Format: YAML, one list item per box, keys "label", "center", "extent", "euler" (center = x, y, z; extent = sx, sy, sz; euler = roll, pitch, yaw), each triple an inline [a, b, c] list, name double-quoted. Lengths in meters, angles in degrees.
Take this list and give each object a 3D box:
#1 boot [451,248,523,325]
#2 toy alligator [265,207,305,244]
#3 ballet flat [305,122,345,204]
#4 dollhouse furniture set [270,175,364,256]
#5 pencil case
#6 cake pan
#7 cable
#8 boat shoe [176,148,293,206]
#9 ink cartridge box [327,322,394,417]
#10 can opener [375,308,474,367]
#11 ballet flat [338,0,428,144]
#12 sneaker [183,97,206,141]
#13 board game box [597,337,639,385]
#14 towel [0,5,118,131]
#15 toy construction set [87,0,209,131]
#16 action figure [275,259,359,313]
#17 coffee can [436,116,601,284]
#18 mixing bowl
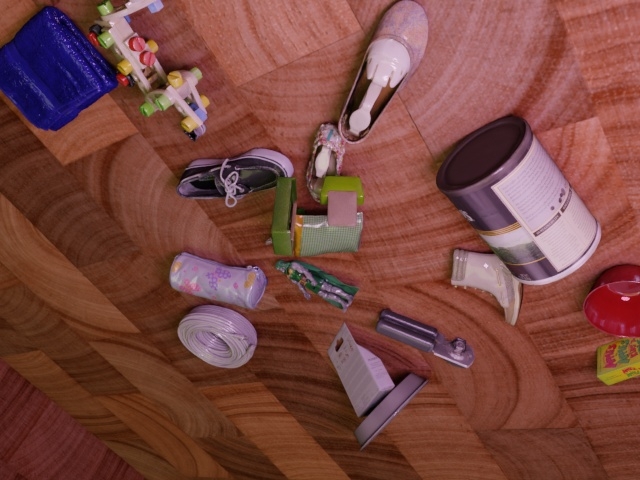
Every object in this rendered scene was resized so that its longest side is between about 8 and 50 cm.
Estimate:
- label: "boot"
  center: [0.400, 0.109, 1.505]
  extent: [0.165, 0.077, 0.213]
  euler: [3, 128, 21]
- label: "toy alligator"
  center: [-0.087, -0.042, 1.601]
  extent: [0.190, 0.056, 0.051]
  euler: [-25, 76, 42]
- label: "ballet flat"
  center: [0.004, -0.156, 1.422]
  extent: [0.091, 0.077, 0.240]
  euler: [14, 137, 10]
- label: "dollhouse furniture set"
  center: [0.000, 0.000, 1.447]
  extent: [0.198, 0.151, 0.301]
  euler: [1, 149, 1]
- label: "pencil case"
  center: [-0.296, 0.113, 1.803]
  extent: [0.273, 0.113, 0.124]
  euler: [10, 126, 15]
- label: "cake pan"
  center: [0.203, 0.499, 1.852]
  extent: [0.054, 0.293, 0.293]
  euler: [44, 140, 16]
- label: "cable"
  center: [-0.334, 0.311, 2.037]
  extent: [0.257, 0.089, 0.257]
  euler: [28, 138, -2]
- label: "boat shoe"
  center: [-0.214, -0.147, 1.510]
  extent: [0.307, 0.104, 0.113]
  euler: [2, 133, 23]
- label: "ink cartridge box"
  center: [0.114, 0.380, 1.859]
  extent: [0.066, 0.232, 0.189]
  euler: [-7, 144, -26]
- label: "can opener"
  center: [0.286, 0.285, 1.732]
  extent: [0.284, 0.076, 0.095]
  euler: [21, 137, 6]
- label: "ballet flat"
  center: [0.114, -0.303, 1.203]
  extent: [0.108, 0.106, 0.316]
  euler: [25, 137, 0]
- label: "sneaker"
  center: [-0.301, -0.274, 1.450]
  extent: [0.038, 0.069, 0.098]
  euler: [1, 133, 23]
- label: "board game box"
  center: [0.750, 0.272, 1.491]
  extent: [0.043, 0.092, 0.181]
  euler: [38, 136, -14]
- label: "towel"
  center: [-0.646, -0.392, 1.489]
  extent: [0.308, 0.076, 0.227]
  euler: [-19, 123, 37]
- label: "toy construction set"
  center: [-0.356, -0.390, 1.301]
  extent: [0.215, 0.151, 0.327]
  euler: [21, 136, 42]
- label: "action figure"
  center: [-0.019, 0.117, 1.721]
  extent: [0.232, 0.063, 0.137]
  euler: [28, 141, 1]
- label: "coffee can"
  center: [0.390, -0.074, 1.232]
  extent: [0.202, 0.201, 0.275]
  euler: [-25, 118, 40]
- label: "mixing bowl"
  center: [0.674, 0.119, 1.370]
  extent: [0.182, 0.098, 0.181]
  euler: [13, 136, 13]
